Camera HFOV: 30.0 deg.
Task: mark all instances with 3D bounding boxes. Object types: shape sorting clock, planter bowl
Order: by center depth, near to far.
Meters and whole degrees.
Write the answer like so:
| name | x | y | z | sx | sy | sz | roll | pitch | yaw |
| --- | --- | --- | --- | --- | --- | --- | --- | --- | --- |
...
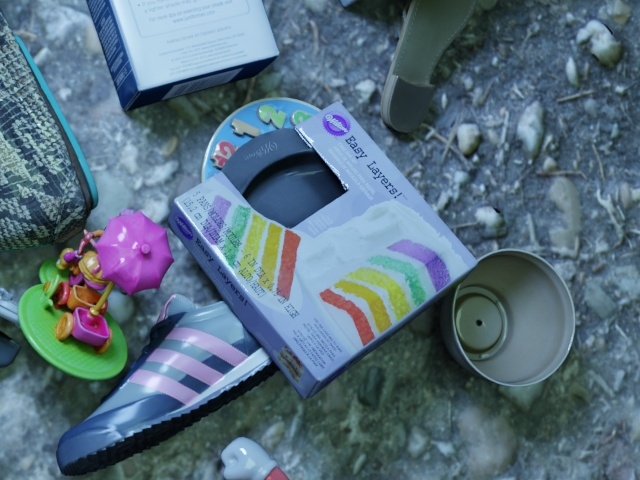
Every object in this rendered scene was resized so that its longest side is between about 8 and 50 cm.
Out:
| name | x | y | z | sx | sy | sz | roll | pitch | yaw |
| --- | --- | --- | --- | --- | --- | --- | --- | --- | --- |
| shape sorting clock | -0.042 | -0.068 | 1.406 | 0.206 | 0.040 | 0.206 | 3 | 82 | -19 |
| planter bowl | 0.208 | 0.096 | 1.438 | 0.162 | 0.109 | 0.162 | 3 | 81 | -20 |

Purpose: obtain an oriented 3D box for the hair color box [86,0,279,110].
| name | x | y | z | sx | sy | sz | roll | pitch | yaw |
| --- | --- | --- | --- | --- | --- | --- | --- | --- | --- |
| hair color box | -0.189 | -0.341 | 1.355 | 0.173 | 0.105 | 0.347 | -18 | 89 | -21 |

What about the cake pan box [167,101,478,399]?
| name | x | y | z | sx | sy | sz | roll | pitch | yaw |
| --- | --- | --- | --- | --- | --- | --- | --- | --- | --- |
| cake pan box | 0.000 | 0.000 | 1.318 | 0.245 | 0.070 | 0.267 | -32 | 76 | -27 |

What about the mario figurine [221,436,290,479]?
| name | x | y | z | sx | sy | sz | roll | pitch | yaw |
| --- | --- | --- | --- | --- | --- | --- | --- | --- | --- |
| mario figurine | -0.049 | 0.343 | 1.327 | 0.320 | 0.170 | 0.198 | 15 | 41 | -28 |

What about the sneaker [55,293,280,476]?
| name | x | y | z | sx | sy | sz | roll | pitch | yaw |
| --- | --- | --- | --- | --- | --- | --- | --- | --- | --- |
| sneaker | -0.165 | 0.137 | 1.313 | 0.319 | 0.112 | 0.131 | -29 | 76 | -24 |

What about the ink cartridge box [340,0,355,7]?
| name | x | y | z | sx | sy | sz | roll | pitch | yaw |
| --- | --- | --- | --- | --- | --- | --- | --- | --- | --- |
| ink cartridge box | 0.142 | -0.410 | 1.436 | 0.273 | 0.197 | 0.114 | -32 | 96 | -20 |

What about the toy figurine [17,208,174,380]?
| name | x | y | z | sx | sy | sz | roll | pitch | yaw |
| --- | --- | --- | --- | --- | --- | --- | --- | --- | --- |
| toy figurine | -0.217 | 0.030 | 1.230 | 0.130 | 0.159 | 0.173 | 25 | 30 | -32 |

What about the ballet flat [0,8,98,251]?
| name | x | y | z | sx | sy | sz | roll | pitch | yaw |
| --- | --- | --- | --- | --- | --- | --- | --- | --- | --- |
| ballet flat | -0.384 | -0.215 | 1.237 | 0.182 | 0.164 | 0.483 | -19 | 92 | -26 |

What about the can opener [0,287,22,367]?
| name | x | y | z | sx | sy | sz | roll | pitch | yaw |
| --- | --- | --- | --- | --- | --- | --- | --- | --- | --- |
| can opener | -0.396 | 0.052 | 1.183 | 0.283 | 0.076 | 0.095 | 35 | 82 | -46 |

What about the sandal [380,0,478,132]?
| name | x | y | z | sx | sy | sz | roll | pitch | yaw |
| --- | --- | --- | --- | --- | --- | --- | --- | --- | --- |
| sandal | 0.119 | -0.256 | 1.477 | 0.088 | 0.079 | 0.240 | 15 | 100 | -33 |
